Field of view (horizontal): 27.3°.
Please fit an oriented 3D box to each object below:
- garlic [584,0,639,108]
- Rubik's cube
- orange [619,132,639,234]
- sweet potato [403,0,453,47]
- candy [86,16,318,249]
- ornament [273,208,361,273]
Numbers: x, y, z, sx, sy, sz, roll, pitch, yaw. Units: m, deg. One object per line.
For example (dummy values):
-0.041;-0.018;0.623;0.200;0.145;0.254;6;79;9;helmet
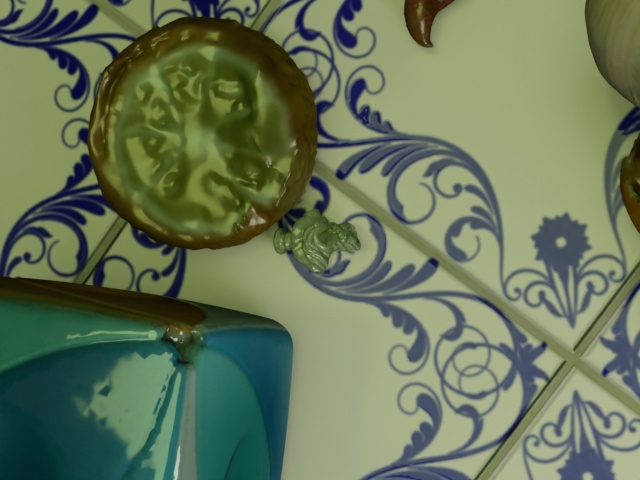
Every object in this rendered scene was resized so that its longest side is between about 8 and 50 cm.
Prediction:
0.394;-0.180;1.207;0.241;0.322;0.322;-40;78;13;garlic
-0.242;0.221;1.330;0.352;0.347;0.351;6;89;15;Rubik's cube
0.369;-0.036;1.297;0.160;0.112;0.170;16;49;11;orange
0.147;-0.302;1.401;0.055;0.058;0.202;31;95;-6;sweet potato
-0.128;-0.115;1.436;0.260;0.118;0.260;0;90;16;candy
-0.003;-0.001;1.436;0.092;0.041;0.068;-31;74;21;ornament
